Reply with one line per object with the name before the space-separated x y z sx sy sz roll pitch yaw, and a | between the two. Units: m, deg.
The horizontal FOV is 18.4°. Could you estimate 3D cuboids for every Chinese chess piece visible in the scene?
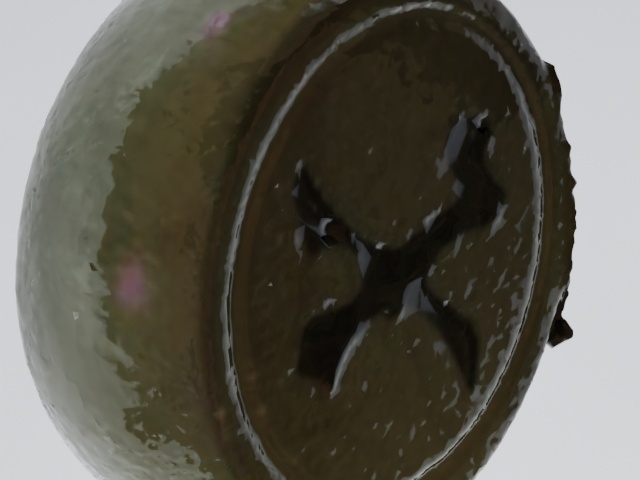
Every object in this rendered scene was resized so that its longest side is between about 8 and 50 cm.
Chinese chess piece | 0.000 0.000 0.711 0.238 0.092 0.237 -14 -71 -48
